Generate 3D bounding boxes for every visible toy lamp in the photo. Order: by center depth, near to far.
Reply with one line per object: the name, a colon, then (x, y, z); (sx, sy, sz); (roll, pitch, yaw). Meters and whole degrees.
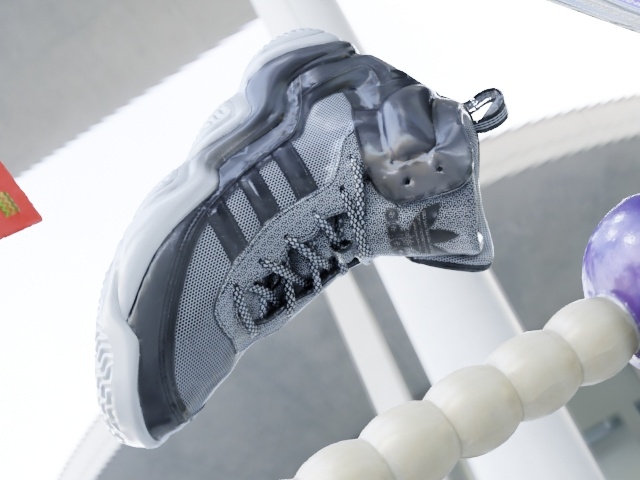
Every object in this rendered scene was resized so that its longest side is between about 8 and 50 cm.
toy lamp: (0.015, 0.076, 0.493); (0.275, 0.080, 0.080); (-29, -46, -19)

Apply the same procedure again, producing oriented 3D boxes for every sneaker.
sneaker: (0.000, 0.000, 0.789); (0.153, 0.268, 0.101); (12, -35, 25)

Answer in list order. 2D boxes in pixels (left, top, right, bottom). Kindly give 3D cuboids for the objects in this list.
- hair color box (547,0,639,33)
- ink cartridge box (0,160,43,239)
hair color box: (0.267, -0.332, 1.163); (0.185, 0.110, 0.338); (15, -91, -22)
ink cartridge box: (-0.258, -0.052, 0.964); (0.045, 0.145, 0.179); (-39, -4, 35)
